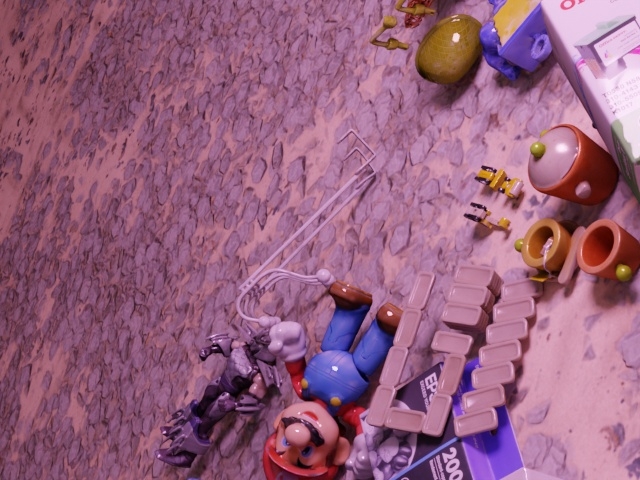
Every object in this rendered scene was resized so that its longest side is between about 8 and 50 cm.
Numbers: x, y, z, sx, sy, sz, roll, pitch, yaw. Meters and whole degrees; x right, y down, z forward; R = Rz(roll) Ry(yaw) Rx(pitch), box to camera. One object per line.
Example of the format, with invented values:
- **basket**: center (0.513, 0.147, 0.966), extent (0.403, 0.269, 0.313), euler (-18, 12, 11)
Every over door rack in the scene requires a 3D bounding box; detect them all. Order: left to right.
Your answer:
- **over door rack**: center (0.000, 0.000, 2.168), extent (0.324, 0.108, 0.239), euler (-56, -4, -2)

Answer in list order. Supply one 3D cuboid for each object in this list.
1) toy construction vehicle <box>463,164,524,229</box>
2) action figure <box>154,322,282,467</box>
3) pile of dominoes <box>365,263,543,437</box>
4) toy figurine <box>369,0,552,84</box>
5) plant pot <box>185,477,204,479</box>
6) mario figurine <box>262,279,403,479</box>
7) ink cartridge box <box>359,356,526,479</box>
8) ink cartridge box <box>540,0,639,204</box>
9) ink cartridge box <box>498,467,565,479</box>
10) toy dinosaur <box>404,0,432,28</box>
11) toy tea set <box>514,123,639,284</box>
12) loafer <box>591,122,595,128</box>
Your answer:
- **toy construction vehicle**: center (0.248, -0.058, 1.997), extent (0.098, 0.035, 0.086), euler (17, 74, 56)
- **action figure**: center (-0.163, 0.253, 2.354), extent (0.285, 0.099, 0.185), euler (-51, 30, 19)
- **pile of dominoes**: center (0.188, 0.153, 1.898), extent (0.196, 0.040, 0.251), euler (7, 67, 35)
- **toy figurine**: center (0.253, -0.317, 2.013), extent (0.362, 0.191, 0.217), euler (-49, 41, 29)
- **plant pot**: center (-0.119, 0.478, 2.025), extent (0.212, 0.236, 0.236), euler (21, 89, 64)
- **mario figurine**: center (0.009, 0.225, 2.045), extent (0.198, 0.170, 0.321), euler (23, 89, 57)
- **ink cartridge box**: center (0.157, 0.268, 1.876), extent (0.208, 0.045, 0.206), euler (-36, 42, 22)
- **ink cartridge box**: center (0.406, -0.201, 1.650), extent (0.201, 0.117, 0.278), euler (-25, 53, 6)
- **ink cartridge box**: center (0.242, 0.404, 1.576), extent (0.171, 0.168, 0.233), euler (-37, 41, 40)
- **toy dinosaur**: center (0.217, -0.461, 2.201), extent (0.218, 0.164, 0.322), euler (-23, 56, 61)
- **toy tea set**: center (0.351, -0.043, 1.738), extent (0.336, 0.124, 0.200), euler (8, 77, 58)
- **loafer**: center (0.414, -0.152, 1.740), extent (0.170, 0.062, 0.061), euler (18, 102, 38)
